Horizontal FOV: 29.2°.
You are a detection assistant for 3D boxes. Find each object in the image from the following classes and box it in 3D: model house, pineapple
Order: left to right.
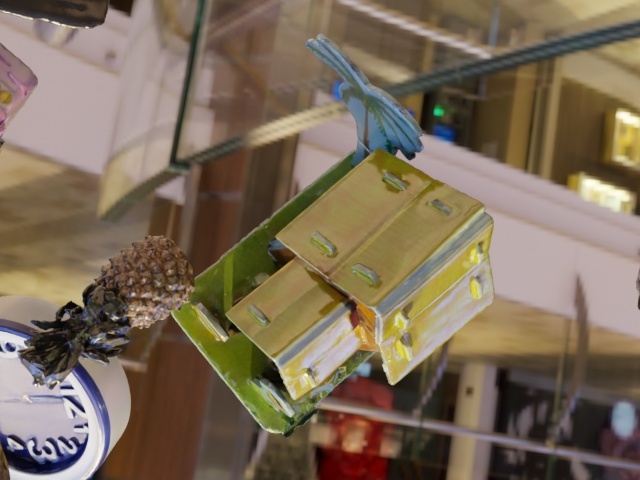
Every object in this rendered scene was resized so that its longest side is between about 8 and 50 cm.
[{"bbox_3d":[-0.175,0.059,0.991,0.074,0.159,0.074,31,143,27],"label":"pineapple"},{"bbox_3d":[0.000,0.000,1.263,0.340,0.300,0.324,52,165,-8],"label":"model house"}]

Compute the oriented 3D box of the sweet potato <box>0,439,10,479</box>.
[{"bbox_3d":[-0.191,0.134,0.596,0.075,0.075,0.273,12,-176,-14],"label":"sweet potato"}]

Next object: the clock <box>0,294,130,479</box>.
[{"bbox_3d":[-0.335,0.177,1.412,0.231,0.230,0.083,5,-153,16],"label":"clock"}]

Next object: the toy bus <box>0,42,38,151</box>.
[{"bbox_3d":[-0.298,-0.051,0.917,0.090,0.112,0.274,39,144,-5],"label":"toy bus"}]

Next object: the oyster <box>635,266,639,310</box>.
[{"bbox_3d":[0.264,0.077,0.552,0.271,0.275,0.100,44,135,11],"label":"oyster"}]

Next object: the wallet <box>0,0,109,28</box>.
[{"bbox_3d":[-0.320,-0.313,0.993,0.323,0.247,0.041,9,166,-18],"label":"wallet"}]
